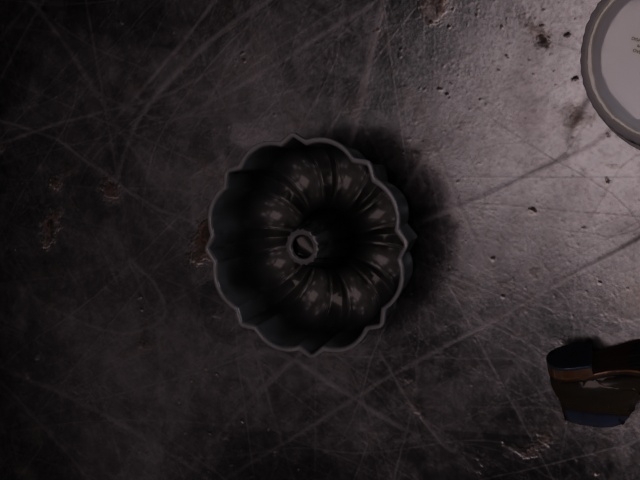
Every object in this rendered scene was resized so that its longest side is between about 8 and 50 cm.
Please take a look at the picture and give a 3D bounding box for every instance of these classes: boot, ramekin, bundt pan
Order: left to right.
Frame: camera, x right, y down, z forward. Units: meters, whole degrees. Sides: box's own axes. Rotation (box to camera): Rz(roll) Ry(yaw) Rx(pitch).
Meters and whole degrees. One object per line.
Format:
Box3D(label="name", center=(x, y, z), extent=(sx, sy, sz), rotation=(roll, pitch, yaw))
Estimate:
Box3D(label="bundt pan", center=(0.000, 0.000, 1.854), extent=(0.330, 0.124, 0.331), rotation=(5, 101, 26))
Box3D(label="boot", center=(0.427, 0.200, 1.717), extent=(0.219, 0.082, 0.106), rotation=(0, 121, 22))
Box3D(label="ramekin", center=(0.456, -0.234, 1.587), extent=(0.272, 0.127, 0.273), rotation=(5, 101, 26))
